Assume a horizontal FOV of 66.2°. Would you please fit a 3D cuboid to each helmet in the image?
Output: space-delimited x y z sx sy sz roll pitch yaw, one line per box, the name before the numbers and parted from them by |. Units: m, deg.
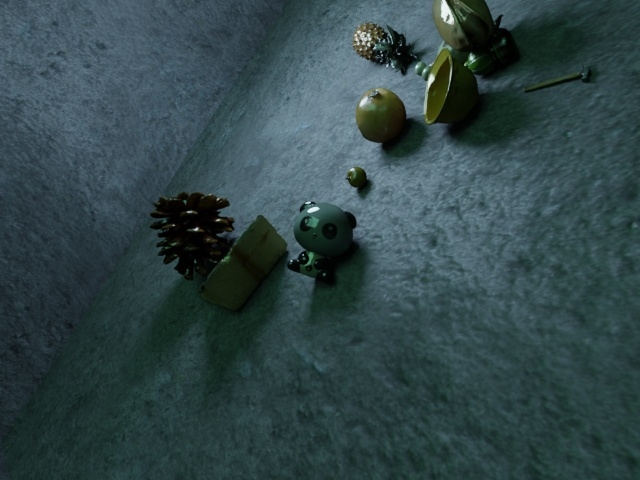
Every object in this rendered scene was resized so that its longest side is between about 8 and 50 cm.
helmet | 0.425 -0.468 1.549 0.205 0.140 0.257 117 165 -60

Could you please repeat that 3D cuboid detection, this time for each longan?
longan | 0.121 -0.222 1.725 0.075 0.083 0.075 20 113 61

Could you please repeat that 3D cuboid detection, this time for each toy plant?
toy plant | 0.542 -0.590 1.573 0.162 0.092 0.093 -23 43 35

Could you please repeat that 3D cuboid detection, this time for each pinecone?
pinecone | -0.536 -0.015 2.082 0.384 0.384 0.385 -30 40 28

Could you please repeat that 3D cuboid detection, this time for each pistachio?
pistachio | 0.448 -0.716 1.569 0.162 0.181 0.293 -30 51 25

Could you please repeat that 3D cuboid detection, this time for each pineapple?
pineapple | 0.278 -0.803 2.043 0.165 0.165 0.364 -48 43 4

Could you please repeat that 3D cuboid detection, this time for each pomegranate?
pomegranate | 0.208 -0.443 1.738 0.191 0.191 0.191 -30 40 28

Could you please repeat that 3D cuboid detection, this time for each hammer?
hammer | 0.659 -0.449 1.374 0.182 0.017 0.062 -2 57 49

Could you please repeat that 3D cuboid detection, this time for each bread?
bread | -0.355 0.076 1.883 0.404 0.242 0.346 16 68 50

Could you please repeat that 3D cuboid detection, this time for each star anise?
star anise | 0.576 -0.685 1.635 0.124 0.056 0.129 -13 79 -3

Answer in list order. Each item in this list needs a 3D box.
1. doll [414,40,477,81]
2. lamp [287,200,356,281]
doll | 0.454 -0.639 1.712 0.275 0.113 0.155 -44 31 -2
lamp | 0.000 0.000 1.579 0.197 0.197 0.244 14 86 53
